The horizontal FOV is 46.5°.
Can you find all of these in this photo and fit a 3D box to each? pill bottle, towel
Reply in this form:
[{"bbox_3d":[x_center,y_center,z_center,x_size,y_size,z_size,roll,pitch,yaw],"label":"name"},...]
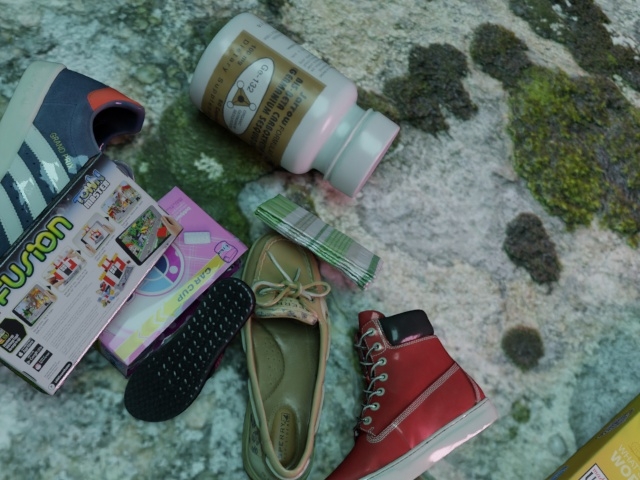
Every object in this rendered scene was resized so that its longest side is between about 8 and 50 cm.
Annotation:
[{"bbox_3d":[-0.028,-0.155,0.883,0.229,0.131,0.131,34,63,2],"label":"pill bottle"},{"bbox_3d":[0.000,0.000,0.849,0.152,0.113,0.023,32,103,3],"label":"towel"}]

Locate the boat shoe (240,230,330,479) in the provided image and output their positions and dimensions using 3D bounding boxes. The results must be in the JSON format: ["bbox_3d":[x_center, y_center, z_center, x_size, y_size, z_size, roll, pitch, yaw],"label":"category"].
[{"bbox_3d":[-0.033,0.112,0.787,0.105,0.089,0.285,1,66,-13],"label":"boat shoe"}]

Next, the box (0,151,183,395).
[{"bbox_3d":[-0.235,0.028,0.706,0.114,0.036,0.207,46,61,-23],"label":"box"}]

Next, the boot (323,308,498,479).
[{"bbox_3d":[0.050,0.174,0.787,0.244,0.088,0.176,-26,75,-31],"label":"boot"}]

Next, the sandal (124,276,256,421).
[{"bbox_3d":[-0.129,0.115,0.766,0.067,0.040,0.179,41,91,9],"label":"sandal"}]

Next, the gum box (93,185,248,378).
[{"bbox_3d":[-0.177,0.039,0.798,0.107,0.062,0.188,41,64,6],"label":"gum box"}]

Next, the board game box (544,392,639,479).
[{"bbox_3d":[0.434,0.284,0.843,0.316,0.064,0.242,-33,78,-24],"label":"board game box"}]

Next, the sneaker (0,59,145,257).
[{"bbox_3d":[-0.276,-0.026,0.767,0.148,0.131,0.350,16,66,-9],"label":"sneaker"}]
